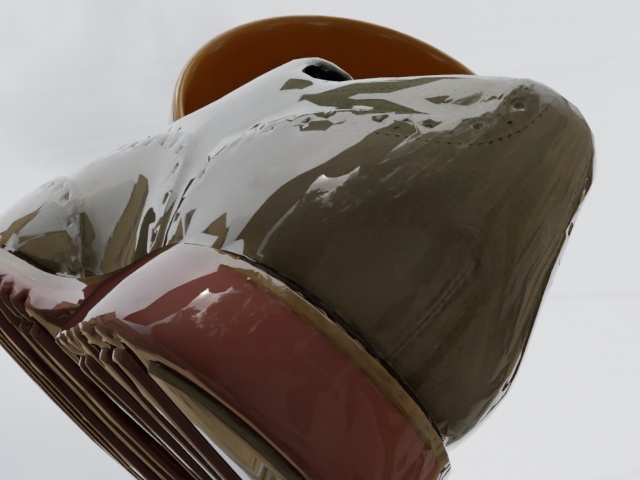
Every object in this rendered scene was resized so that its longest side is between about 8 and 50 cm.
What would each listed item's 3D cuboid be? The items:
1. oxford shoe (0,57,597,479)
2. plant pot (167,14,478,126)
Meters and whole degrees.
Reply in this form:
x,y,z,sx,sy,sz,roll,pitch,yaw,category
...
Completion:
x,y,z,sx,sy,sz,roll,pitch,yaw,category
-0.026,0.013,0.531,0.130,0.348,0.123,-47,-70,-15,oxford shoe
0.000,0.000,0.994,0.205,0.205,0.188,15,-48,0,plant pot
